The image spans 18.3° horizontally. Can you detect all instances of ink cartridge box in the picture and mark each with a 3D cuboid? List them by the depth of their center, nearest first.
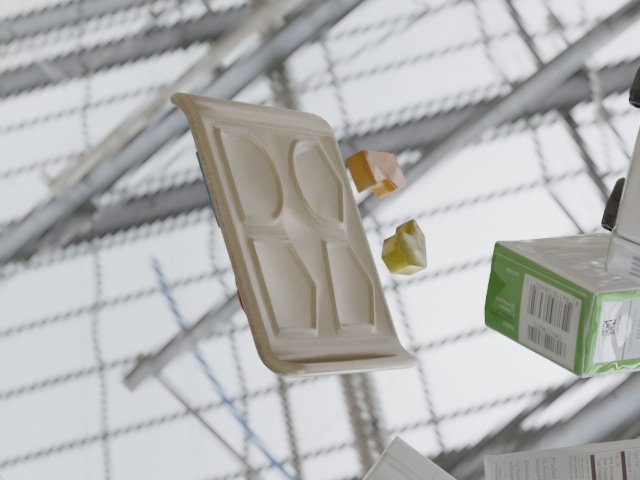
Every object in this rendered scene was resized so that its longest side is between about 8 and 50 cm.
[{"bbox_3d":[0.226,0.037,1.323,0.109,0.209,0.062,30,-61,54],"label":"ink cartridge box"}]

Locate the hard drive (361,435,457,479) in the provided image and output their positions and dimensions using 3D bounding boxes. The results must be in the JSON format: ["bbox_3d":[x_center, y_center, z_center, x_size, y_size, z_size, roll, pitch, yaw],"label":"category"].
[{"bbox_3d":[0.127,0.314,1.271,0.233,0.353,0.047,-55,177,29],"label":"hard drive"}]

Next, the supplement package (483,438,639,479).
[{"bbox_3d":[0.267,0.232,1.575,0.244,0.139,0.133,-9,-107,18],"label":"supplement package"}]

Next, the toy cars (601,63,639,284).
[{"bbox_3d":[0.283,-0.062,1.076,0.394,0.176,0.087,-27,-163,42],"label":"toy cars"}]

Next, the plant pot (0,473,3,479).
[{"bbox_3d":[-0.349,0.384,1.644,0.323,0.280,0.323,-29,175,-3],"label":"plant pot"}]

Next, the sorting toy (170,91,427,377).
[{"bbox_3d":[0.000,0.000,1.537,0.041,0.307,0.229,-27,-104,25],"label":"sorting toy"}]
